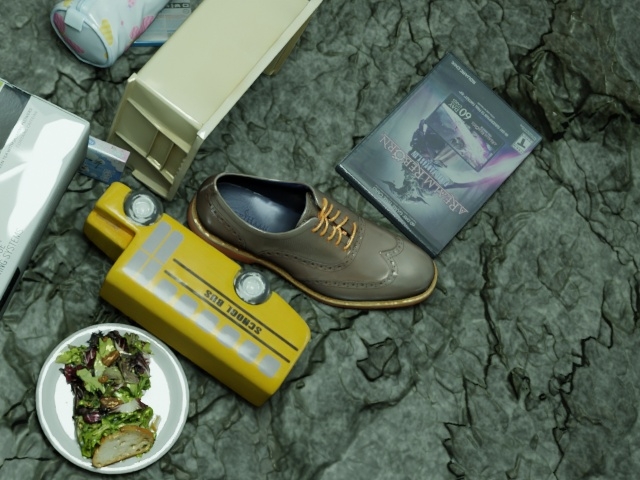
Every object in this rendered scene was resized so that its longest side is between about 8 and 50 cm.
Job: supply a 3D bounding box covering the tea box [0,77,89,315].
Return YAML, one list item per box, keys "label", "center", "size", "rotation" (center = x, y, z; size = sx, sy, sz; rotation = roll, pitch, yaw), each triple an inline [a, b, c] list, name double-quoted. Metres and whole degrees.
- label: "tea box"
  center: [-0.500, -0.052, 1.652]
  size: [0.323, 0.220, 0.329]
  rotation: [27, 77, -7]

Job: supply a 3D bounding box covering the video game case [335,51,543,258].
- label: "video game case"
  center: [0.180, -0.130, 2.007]
  size: [0.196, 0.026, 0.274]
  rotation: [43, 65, 2]

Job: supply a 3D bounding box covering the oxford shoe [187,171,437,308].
- label: "oxford shoe"
  center: [0.000, 0.000, 1.851]
  size: [0.364, 0.133, 0.130]
  rotation: [16, 68, -10]

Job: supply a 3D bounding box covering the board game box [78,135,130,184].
- label: "board game box"
  center: [-0.308, -0.112, 1.825]
  size: [0.090, 0.090, 0.020]
  rotation: [21, 65, -7]

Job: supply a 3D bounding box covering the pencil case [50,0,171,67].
- label: "pencil case"
  center: [-0.254, -0.364, 1.893]
  size: [0.113, 0.124, 0.273]
  rotation: [39, 67, 0]

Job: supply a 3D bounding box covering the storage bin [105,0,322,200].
- label: "storage bin"
  center: [-0.152, -0.215, 1.812]
  size: [0.123, 0.260, 0.262]
  rotation: [38, 66, -2]

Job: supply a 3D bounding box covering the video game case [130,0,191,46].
- label: "video game case"
  center: [-0.251, -0.361, 1.969]
  size: [0.119, 0.015, 0.166]
  rotation: [-4, 73, -16]

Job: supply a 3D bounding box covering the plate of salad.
- label: "plate of salad"
  center: [-0.268, 0.202, 1.753]
  size: [0.200, 0.048, 0.199]
  rotation: [5, 71, -14]

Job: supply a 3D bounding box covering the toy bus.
- label: "toy bus"
  center: [-0.175, 0.069, 1.791]
  size: [0.333, 0.108, 0.130]
  rotation: [35, 65, -2]
